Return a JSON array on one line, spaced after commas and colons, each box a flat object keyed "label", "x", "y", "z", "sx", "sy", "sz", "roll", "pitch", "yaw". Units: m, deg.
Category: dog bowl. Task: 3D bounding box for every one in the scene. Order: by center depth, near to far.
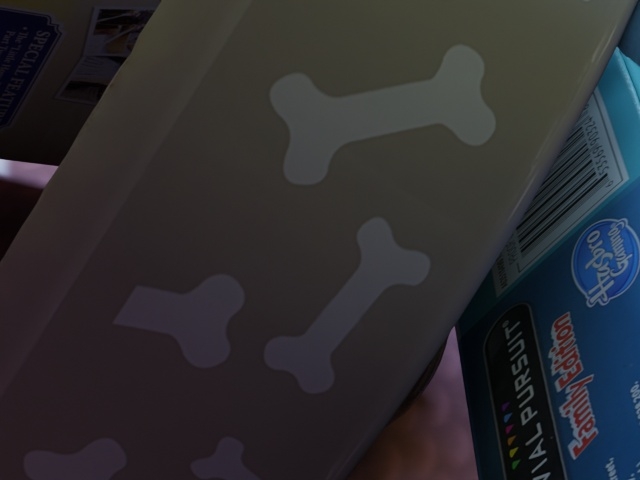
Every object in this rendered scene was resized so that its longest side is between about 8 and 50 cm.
[{"label": "dog bowl", "x": -0.018, "y": -0.026, "z": 0.592, "sx": 0.102, "sy": 0.348, "sz": 0.349, "roll": 33, "pitch": 15, "yaw": -8}]

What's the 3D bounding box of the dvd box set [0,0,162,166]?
[{"label": "dvd box set", "x": -0.082, "y": -0.138, "z": 0.885, "sx": 0.420, "sy": 0.307, "sz": 0.062, "roll": 6, "pitch": 57, "yaw": -26}]

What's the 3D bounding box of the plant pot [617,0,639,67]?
[{"label": "plant pot", "x": 0.278, "y": -0.014, "z": 0.883, "sx": 0.341, "sy": 0.341, "sz": 0.334, "roll": 20, "pitch": 35, "yaw": -6}]

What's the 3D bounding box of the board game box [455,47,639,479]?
[{"label": "board game box", "x": 0.184, "y": 0.127, "z": 0.505, "sx": 0.336, "sy": 0.079, "sz": 0.253, "roll": 38, "pitch": 23, "yaw": -20}]

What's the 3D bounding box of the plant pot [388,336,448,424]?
[{"label": "plant pot", "x": 0.000, "y": 0.000, "z": 0.849, "sx": 0.167, "sy": 0.167, "sz": 0.165, "roll": 20, "pitch": 24, "yaw": -3}]
